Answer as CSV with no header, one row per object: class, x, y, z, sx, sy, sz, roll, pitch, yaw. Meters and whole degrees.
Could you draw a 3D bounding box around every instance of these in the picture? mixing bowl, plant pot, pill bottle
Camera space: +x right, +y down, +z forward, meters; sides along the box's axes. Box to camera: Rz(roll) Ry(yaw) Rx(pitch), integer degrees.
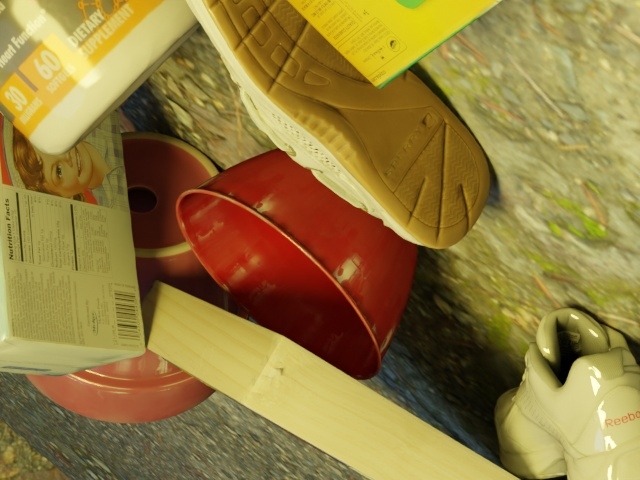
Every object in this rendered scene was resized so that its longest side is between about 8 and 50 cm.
mixing bowl,0.000,0.000,1.131,0.181,0.098,0.181,37,158,17
plant pot,-0.149,0.018,1.332,0.201,0.201,0.180,36,142,16
pill bottle,-0.207,-0.200,1.023,0.278,0.162,0.162,45,159,-6

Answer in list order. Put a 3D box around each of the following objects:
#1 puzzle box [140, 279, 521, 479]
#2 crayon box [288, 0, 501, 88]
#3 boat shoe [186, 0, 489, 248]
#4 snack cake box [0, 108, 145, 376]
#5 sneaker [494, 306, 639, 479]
puzzle box,0.071,0.165,1.188,0.409,0.052,0.272,33,173,-22
crayon box,0.040,-0.183,0.725,0.165,0.081,0.278,45,159,-7
boat shoe,-0.013,-0.100,0.960,0.096,0.098,0.277,8,142,55
snack cake box,-0.214,-0.044,1.155,0.089,0.264,0.152,-15,165,29
sneaker,0.167,0.097,1.073,0.232,0.090,0.115,175,80,-77
